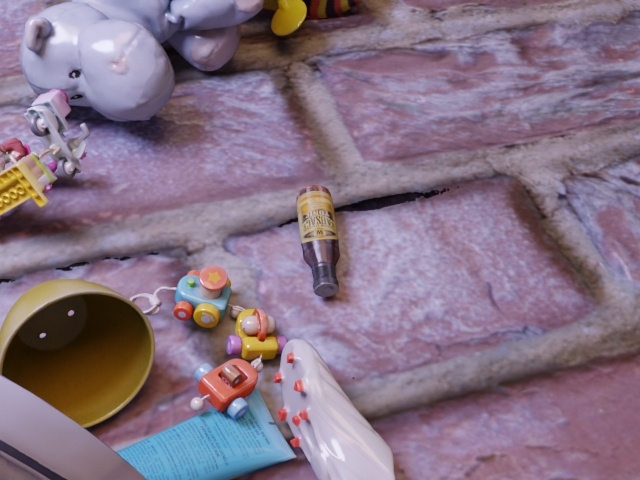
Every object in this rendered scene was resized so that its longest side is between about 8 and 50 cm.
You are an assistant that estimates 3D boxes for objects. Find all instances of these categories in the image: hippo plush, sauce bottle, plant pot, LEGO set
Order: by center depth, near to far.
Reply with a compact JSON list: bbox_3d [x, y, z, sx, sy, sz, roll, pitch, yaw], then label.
[{"bbox_3d":[-0.228,0.086,0.758,0.134,0.134,0.095,-23,33,-24],"label":"plant pot"},{"bbox_3d":[-0.352,-0.088,0.883,0.287,0.132,0.107,0,31,21],"label":"LEGO set"},{"bbox_3d":[0.000,0.000,0.900,0.042,0.042,0.128,-3,52,-10],"label":"sauce bottle"},{"bbox_3d":[-0.234,-0.266,0.952,0.294,0.234,0.237,23,52,9],"label":"hippo plush"}]

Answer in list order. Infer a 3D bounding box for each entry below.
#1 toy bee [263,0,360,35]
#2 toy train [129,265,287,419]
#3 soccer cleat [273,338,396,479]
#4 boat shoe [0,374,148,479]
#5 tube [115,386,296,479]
[{"bbox_3d":[-0.090,-0.354,1.117,0.298,0.162,0.195,27,40,-18],"label":"toy bee"},{"bbox_3d":[-0.099,0.083,0.801,0.125,0.046,0.166,-21,56,-41],"label":"toy train"},{"bbox_3d":[0.018,0.174,0.758,0.076,0.068,0.196,-4,53,-30],"label":"soccer cleat"},{"bbox_3d":[-0.173,0.219,0.528,0.135,0.367,0.156,7,51,32],"label":"boat shoe"},{"bbox_3d":[-0.127,0.192,0.731,0.207,0.052,0.080,-18,59,-28],"label":"tube"}]
